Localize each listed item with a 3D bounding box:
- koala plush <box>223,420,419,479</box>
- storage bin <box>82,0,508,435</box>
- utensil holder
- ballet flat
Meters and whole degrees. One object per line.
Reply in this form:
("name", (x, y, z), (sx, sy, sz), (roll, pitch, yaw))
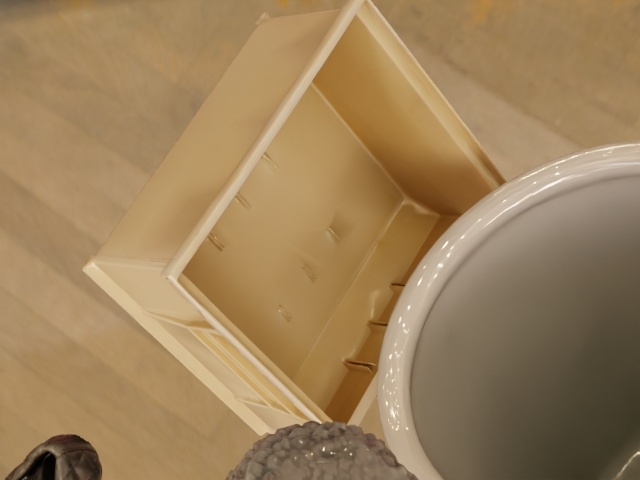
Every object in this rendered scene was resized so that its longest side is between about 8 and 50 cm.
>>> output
("koala plush", (-0.028, 0.210, 0.451), (0.196, 0.221, 0.203), (44, 46, 18))
("storage bin", (0.000, 0.000, 1.112), (0.260, 0.123, 0.262), (48, 62, -33))
("utensil holder", (0.271, 0.168, 1.116), (0.328, 0.385, 0.327), (-18, 47, 20))
("ballet flat", (-0.176, 0.163, 0.731), (0.057, 0.049, 0.173), (38, 89, 27))
